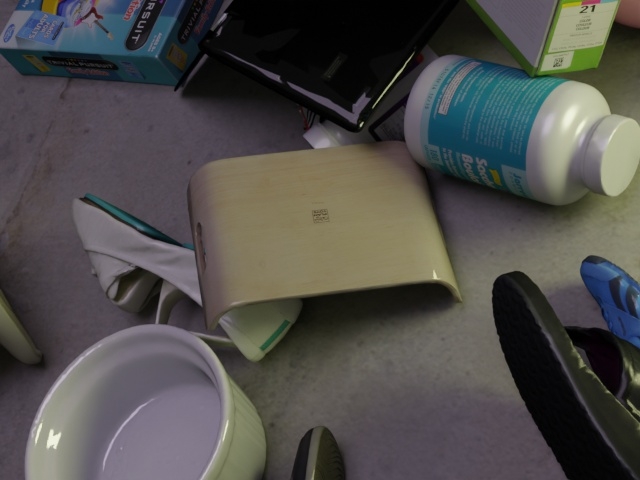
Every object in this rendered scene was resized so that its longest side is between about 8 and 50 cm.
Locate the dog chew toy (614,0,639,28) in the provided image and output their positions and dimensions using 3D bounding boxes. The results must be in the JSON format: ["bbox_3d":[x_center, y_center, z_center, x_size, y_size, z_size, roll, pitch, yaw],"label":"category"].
[{"bbox_3d":[0.365,-0.397,1.730,0.206,0.206,0.332,-40,41,1],"label":"dog chew toy"}]

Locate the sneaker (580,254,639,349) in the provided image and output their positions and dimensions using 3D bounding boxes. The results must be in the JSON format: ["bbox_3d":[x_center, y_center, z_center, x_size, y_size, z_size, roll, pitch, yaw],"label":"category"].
[{"bbox_3d":[0.334,0.095,1.503,0.082,0.069,0.209,-44,49,2],"label":"sneaker"}]

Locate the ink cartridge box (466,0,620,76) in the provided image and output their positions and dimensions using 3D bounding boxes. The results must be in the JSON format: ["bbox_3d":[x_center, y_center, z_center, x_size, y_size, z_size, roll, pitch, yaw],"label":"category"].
[{"bbox_3d":[0.266,-0.344,1.595,0.097,0.255,0.189,-10,45,-24],"label":"ink cartridge box"}]

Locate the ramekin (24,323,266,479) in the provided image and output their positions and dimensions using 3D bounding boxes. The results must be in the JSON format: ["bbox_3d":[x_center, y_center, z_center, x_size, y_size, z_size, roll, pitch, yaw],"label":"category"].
[{"bbox_3d":[-0.199,0.252,1.659,0.277,0.135,0.277,-15,53,21],"label":"ramekin"}]

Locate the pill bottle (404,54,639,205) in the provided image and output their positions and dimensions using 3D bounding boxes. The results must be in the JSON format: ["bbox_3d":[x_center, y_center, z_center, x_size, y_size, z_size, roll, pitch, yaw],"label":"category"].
[{"bbox_3d":[0.240,-0.127,1.650,0.264,0.146,0.146,19,71,38],"label":"pill bottle"}]

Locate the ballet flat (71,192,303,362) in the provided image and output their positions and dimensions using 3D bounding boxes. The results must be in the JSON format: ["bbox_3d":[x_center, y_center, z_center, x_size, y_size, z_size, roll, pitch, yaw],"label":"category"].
[{"bbox_3d":[-0.202,0.050,1.806,0.400,0.139,0.139,22,72,34],"label":"ballet flat"}]

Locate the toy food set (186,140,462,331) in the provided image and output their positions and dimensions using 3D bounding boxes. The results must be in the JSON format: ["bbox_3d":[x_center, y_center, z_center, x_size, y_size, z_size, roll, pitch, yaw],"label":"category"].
[{"bbox_3d":[0.000,0.000,1.689,0.306,0.092,0.219,-7,53,-5],"label":"toy food set"}]

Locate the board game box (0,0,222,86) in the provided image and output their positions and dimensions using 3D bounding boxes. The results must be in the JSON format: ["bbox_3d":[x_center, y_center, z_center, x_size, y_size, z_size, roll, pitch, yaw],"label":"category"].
[{"bbox_3d":[-0.312,-0.373,2.168,0.336,0.079,0.253,8,65,33],"label":"board game box"}]

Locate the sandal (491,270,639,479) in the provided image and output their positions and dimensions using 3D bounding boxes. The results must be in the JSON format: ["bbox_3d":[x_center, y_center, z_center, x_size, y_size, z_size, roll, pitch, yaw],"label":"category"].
[{"bbox_3d":[0.314,0.205,1.410,0.107,0.167,0.445,-21,55,-16],"label":"sandal"}]

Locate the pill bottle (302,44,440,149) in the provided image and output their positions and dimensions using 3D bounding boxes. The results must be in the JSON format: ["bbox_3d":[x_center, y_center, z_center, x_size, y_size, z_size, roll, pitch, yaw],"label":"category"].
[{"bbox_3d":[0.075,-0.167,1.794,0.193,0.108,0.108,-40,49,0],"label":"pill bottle"}]

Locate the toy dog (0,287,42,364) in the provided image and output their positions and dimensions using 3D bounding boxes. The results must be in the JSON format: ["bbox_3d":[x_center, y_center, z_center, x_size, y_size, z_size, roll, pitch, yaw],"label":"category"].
[{"bbox_3d":[-0.633,0.125,1.834,0.408,0.395,0.284,-35,58,-6],"label":"toy dog"}]

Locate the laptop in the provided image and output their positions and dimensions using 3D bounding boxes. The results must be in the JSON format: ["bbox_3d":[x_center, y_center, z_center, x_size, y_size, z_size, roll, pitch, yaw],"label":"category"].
[{"bbox_3d":[0.023,-0.323,1.899,0.408,0.236,0.382,30,76,26],"label":"laptop"}]

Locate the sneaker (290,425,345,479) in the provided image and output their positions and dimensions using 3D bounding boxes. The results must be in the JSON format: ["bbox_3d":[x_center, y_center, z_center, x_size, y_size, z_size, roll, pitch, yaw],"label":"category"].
[{"bbox_3d":[-0.046,0.314,1.565,0.118,0.083,0.222,-7,58,26],"label":"sneaker"}]

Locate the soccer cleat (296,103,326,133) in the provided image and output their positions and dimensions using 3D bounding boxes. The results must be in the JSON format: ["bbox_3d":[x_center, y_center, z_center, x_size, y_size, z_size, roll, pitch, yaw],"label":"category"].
[{"bbox_3d":[-0.009,-0.171,1.900,0.036,0.029,0.083,-19,55,7],"label":"soccer cleat"}]
